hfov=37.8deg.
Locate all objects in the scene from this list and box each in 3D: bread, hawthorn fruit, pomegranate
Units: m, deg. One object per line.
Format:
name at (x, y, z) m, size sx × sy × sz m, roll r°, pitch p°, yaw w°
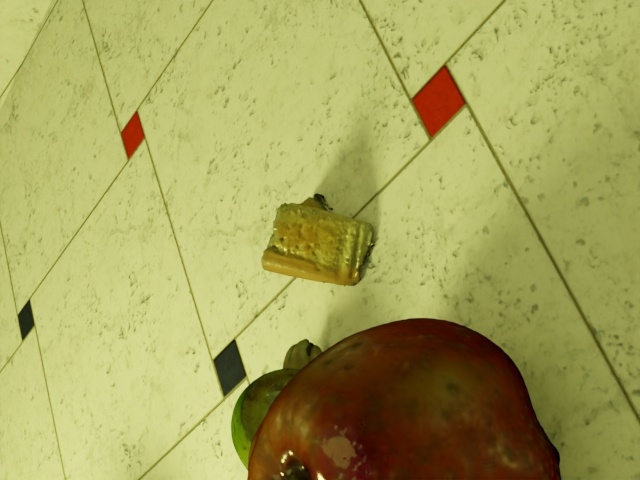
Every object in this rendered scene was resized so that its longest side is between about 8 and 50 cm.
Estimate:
bread at (0.000, 0.000, 1.566) m, size 0.160 × 0.169 × 0.140 m, roll -77°, pitch 2°, yaw -82°
hawthorn fruit at (0.083, 0.298, 1.169) m, size 0.403 × 0.403 × 0.402 m, roll -10°, pitch 76°, yaw 48°
pomegranate at (-0.057, 0.287, 1.491) m, size 0.159 × 0.190 × 0.240 m, roll 113°, pitch 143°, yaw -55°
